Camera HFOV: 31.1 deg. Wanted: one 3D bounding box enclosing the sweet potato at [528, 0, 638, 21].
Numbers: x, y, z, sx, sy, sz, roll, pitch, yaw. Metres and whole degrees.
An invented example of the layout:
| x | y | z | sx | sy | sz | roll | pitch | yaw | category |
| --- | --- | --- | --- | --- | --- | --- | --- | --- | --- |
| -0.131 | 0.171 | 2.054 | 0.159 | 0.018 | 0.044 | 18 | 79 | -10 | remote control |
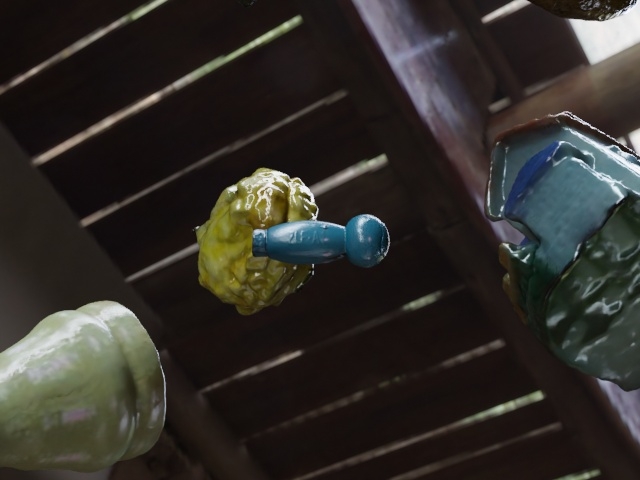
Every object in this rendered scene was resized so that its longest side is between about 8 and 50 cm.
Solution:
| x | y | z | sx | sy | sz | roll | pitch | yaw | category |
| --- | --- | --- | --- | --- | --- | --- | --- | --- | --- |
| 0.349 | -0.432 | 1.799 | 0.423 | 0.130 | 0.130 | 21 | 44 | -27 | sweet potato |

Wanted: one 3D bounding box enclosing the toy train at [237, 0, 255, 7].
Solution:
| x | y | z | sx | sy | sz | roll | pitch | yaw | category |
| --- | --- | --- | --- | --- | --- | --- | --- | --- | --- |
| -0.031 | -0.293 | 0.908 | 0.083 | 0.200 | 0.132 | 25 | 27 | -57 | toy train |

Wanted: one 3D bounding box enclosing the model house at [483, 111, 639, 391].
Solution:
| x | y | z | sx | sy | sz | roll | pitch | yaw | category |
| --- | --- | --- | --- | --- | --- | --- | --- | --- | --- |
| 0.308 | -0.031 | 1.438 | 0.295 | 0.251 | 0.329 | 20 | 26 | -39 | model house |

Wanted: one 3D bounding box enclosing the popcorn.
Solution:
| x | y | z | sx | sy | sz | roll | pitch | yaw | category |
| --- | --- | --- | --- | --- | --- | --- | --- | --- | --- |
| -0.112 | 0.002 | 2.068 | 0.215 | 0.286 | 0.252 | 34 | 35 | -14 | popcorn |

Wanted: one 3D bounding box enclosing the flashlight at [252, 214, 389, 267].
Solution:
| x | y | z | sx | sy | sz | roll | pitch | yaw | category |
| --- | --- | --- | --- | --- | --- | --- | --- | --- | --- |
| 0.000 | 0.000 | 1.075 | 0.051 | 0.129 | 0.051 | 1 | 90 | -89 | flashlight |

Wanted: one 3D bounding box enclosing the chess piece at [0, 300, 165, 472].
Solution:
| x | y | z | sx | sy | sz | roll | pitch | yaw | category |
| --- | --- | --- | --- | --- | --- | --- | --- | --- | --- |
| -0.438 | 0.242 | 1.527 | 0.442 | 0.234 | 0.234 | -15 | 80 | -46 | chess piece |
